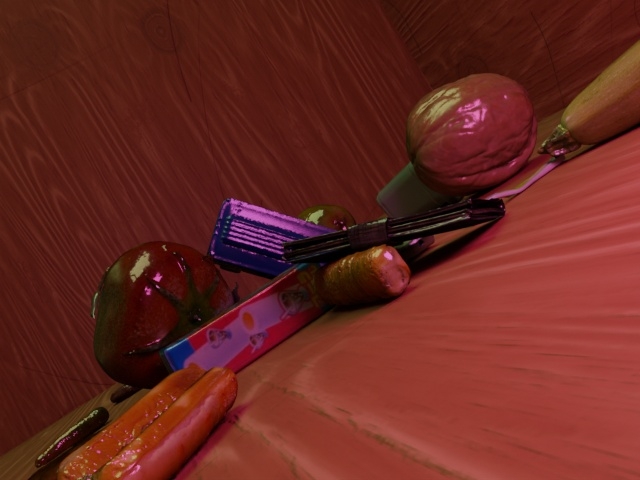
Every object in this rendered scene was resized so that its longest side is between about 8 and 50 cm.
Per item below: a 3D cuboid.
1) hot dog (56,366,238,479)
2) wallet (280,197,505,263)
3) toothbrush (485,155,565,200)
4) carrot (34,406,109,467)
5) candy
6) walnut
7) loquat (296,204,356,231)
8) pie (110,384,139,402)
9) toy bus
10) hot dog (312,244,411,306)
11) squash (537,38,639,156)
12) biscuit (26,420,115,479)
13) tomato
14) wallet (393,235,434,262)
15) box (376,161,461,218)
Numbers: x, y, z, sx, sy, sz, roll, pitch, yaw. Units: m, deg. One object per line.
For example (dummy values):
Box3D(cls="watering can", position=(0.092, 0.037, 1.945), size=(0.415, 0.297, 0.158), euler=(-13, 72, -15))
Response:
Box3D(cls="hot dog", position=(-0.165, 0.204, 0.602), size=(0.104, 0.076, 0.250), euler=(-11, 12, 18))
Box3D(cls="wallet", position=(0.109, -0.011, 0.913), size=(0.317, 0.044, 0.169), euler=(-14, -5, 31))
Box3D(cls="toothbrush", position=(0.343, -0.096, 1.026), size=(0.263, 0.026, 0.022), euler=(-32, 9, -26))
Box3D(cls="carrot", position=(-0.566, 0.445, 1.345), size=(0.047, 0.047, 0.191), euler=(-30, 2, 45))
Box3D(cls="candy", position=(-0.128, 0.152, 1.046), size=(0.306, 0.100, 0.157), euler=(-33, 2, -21))
Box3D(cls="walnut", position=(0.350, -0.244, 1.365), size=(0.313, 0.277, 0.252), euler=(-25, 38, -6))
Box3D(cls="loquat", position=(0.000, 0.000, 1.767), size=(0.213, 0.213, 0.246), euler=(-32, 1, -39))
Box3D(cls="pie", position=(-0.570, 0.443, 1.795), size=(0.154, 0.036, 0.154), euler=(-32, 0, 0))
Box3D(cls="toy bus", position=(-0.104, 0.020, 1.341), size=(0.175, 0.288, 0.138), euler=(150, 135, -73))
Box3D(cls="hot dog", position=(0.050, 0.061, 0.884), size=(0.068, 0.083, 0.289), euler=(-52, 7, -17))
Box3D(cls="squash", position=(0.487, -0.238, 0.985), size=(0.137, 0.137, 0.287), euler=(-32, -1, -38))
Box3D(cls="biscuit", position=(-0.382, 0.345, 0.962), size=(0.212, 0.036, 0.212), euler=(-31, 0, 0))
Box3D(cls="tomato", position=(-0.330, 0.149, 1.217), size=(0.239, 0.303, 0.303), euler=(-3, 19, 37))
Box3D(cls="wallet", position=(0.118, 0.035, 1.042), size=(0.155, 0.039, 0.110), euler=(-32, 5, -14))
Box3D(cls="box", position=(0.288, -0.149, 1.659), size=(0.182, 0.175, 0.312), euler=(-42, -4, 28))
